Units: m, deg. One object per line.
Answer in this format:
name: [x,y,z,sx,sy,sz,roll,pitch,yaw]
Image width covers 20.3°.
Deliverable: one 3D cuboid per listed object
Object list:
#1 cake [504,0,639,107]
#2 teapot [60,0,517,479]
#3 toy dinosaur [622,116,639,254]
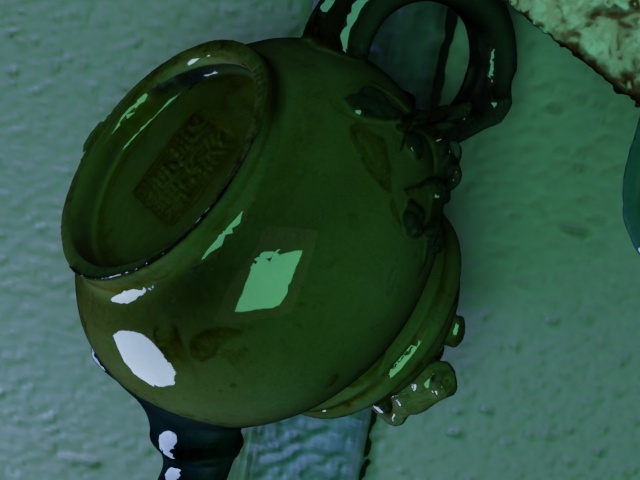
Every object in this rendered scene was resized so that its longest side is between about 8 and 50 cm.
cake: [0.153,-0.067,0.754,0.220,0.086,0.117,8,103,9]
teapot: [0.000,0.000,0.780,0.182,0.173,0.269,39,87,-34]
toy dinosaur: [0.202,-0.228,0.634,0.331,0.129,0.383,-21,96,6]
